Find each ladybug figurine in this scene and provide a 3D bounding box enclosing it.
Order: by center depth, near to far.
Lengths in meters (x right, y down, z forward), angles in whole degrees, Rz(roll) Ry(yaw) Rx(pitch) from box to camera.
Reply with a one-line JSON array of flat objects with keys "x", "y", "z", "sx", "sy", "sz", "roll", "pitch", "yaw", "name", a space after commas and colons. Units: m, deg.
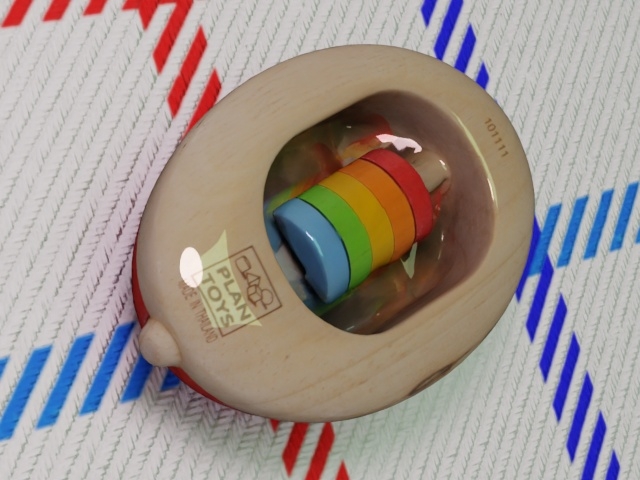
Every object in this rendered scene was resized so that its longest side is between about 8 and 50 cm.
[{"x": 0.000, "y": 0.000, "z": 1.601, "sx": 0.449, "sy": 0.162, "sz": 0.305, "roll": -27, "pitch": 92, "yaw": -40, "name": "ladybug figurine"}]
